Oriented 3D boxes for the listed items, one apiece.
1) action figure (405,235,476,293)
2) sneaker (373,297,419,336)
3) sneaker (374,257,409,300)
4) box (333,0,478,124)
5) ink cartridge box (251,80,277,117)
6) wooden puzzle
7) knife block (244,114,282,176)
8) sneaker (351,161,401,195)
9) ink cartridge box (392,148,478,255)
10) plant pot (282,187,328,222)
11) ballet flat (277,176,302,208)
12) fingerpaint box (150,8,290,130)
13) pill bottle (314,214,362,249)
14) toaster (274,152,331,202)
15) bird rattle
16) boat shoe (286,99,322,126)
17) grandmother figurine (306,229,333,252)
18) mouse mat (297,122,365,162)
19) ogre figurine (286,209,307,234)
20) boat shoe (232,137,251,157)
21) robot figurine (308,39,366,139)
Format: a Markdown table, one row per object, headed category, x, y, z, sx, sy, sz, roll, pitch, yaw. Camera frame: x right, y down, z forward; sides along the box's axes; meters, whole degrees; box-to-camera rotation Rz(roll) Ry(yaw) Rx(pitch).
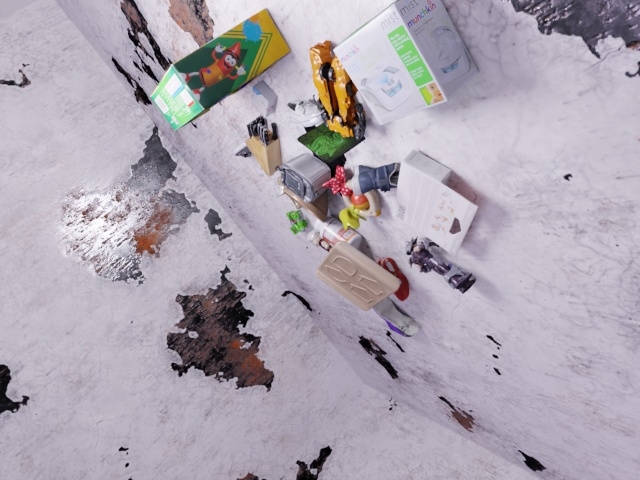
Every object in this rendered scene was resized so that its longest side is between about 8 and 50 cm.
| category | x | y | z | sx | sy | sz | roll | pitch | yaw |
| --- | --- | --- | --- | --- | --- | --- | --- | --- | --- |
| action figure | 0.414 | 0.081 | 1.574 | 0.285 | 0.099 | 0.185 | 38 | 166 | 34 |
| sneaker | 0.365 | 0.401 | 2.256 | 0.293 | 0.102 | 0.146 | 42 | 160 | 16 |
| sneaker | 0.319 | 0.166 | 1.971 | 0.221 | 0.087 | 0.128 | 66 | 165 | -13 |
| box | 0.193 | -0.427 | 1.024 | 0.231 | 0.127 | 0.262 | 53 | 161 | -19 |
| ink cartridge box | -0.227 | -0.563 | 1.737 | 0.088 | 0.052 | 0.122 | 47 | 159 | 2 |
| wooden puzzle | 0.164 | 0.154 | 1.951 | 0.322 | 0.080 | 0.348 | 35 | 148 | 1 |
| knife block | -0.234 | -0.425 | 1.957 | 0.242 | 0.088 | 0.276 | 13 | 140 | 59 |
| sneaker | 0.194 | -0.219 | 1.473 | 0.226 | 0.163 | 0.086 | -76 | -31 | -64 |
| ink cartridge box | 0.359 | -0.110 | 1.361 | 0.261 | 0.066 | 0.296 | 36 | 158 | 21 |
| plant pot | -0.044 | -0.190 | 1.927 | 0.237 | 0.110 | 0.237 | 38 | 180 | 0 |
| ballet flat | -0.162 | -0.237 | 2.193 | 0.206 | 0.067 | 0.073 | 44 | 160 | 11 |
| fingerpaint box | -0.365 | -0.576 | 1.526 | 0.163 | 0.371 | 0.444 | 56 | 158 | -21 |
| pill bottle | 0.076 | -0.030 | 2.013 | 0.216 | 0.121 | 0.121 | 38 | 158 | 27 |
| toaster | -0.063 | -0.267 | 1.794 | 0.227 | 0.146 | 0.129 | 37 | 146 | 25 |
| bird rattle | 0.139 | -0.173 | 1.684 | 0.206 | 0.143 | 0.254 | 7 | 123 | 45 |
| boat shoe | -0.060 | -0.457 | 1.544 | 0.226 | 0.083 | 0.076 | 20 | 148 | 53 |
| grandmother figurine | 0.065 | 0.042 | 2.132 | 0.342 | 0.104 | 0.208 | 32 | 177 | 32 |
| mouse mat | 0.037 | -0.333 | 1.424 | 0.152 | 0.189 | 0.007 | 39 | 149 | 20 |
| ogre figurine | -0.133 | -0.100 | 2.356 | 0.197 | 0.096 | 0.118 | -8 | 111 | 53 |
| boat shoe | -0.384 | -0.461 | 2.230 | 0.076 | 0.080 | 0.228 | 54 | 152 | -13 |
| robot figurine | 0.062 | -0.442 | 1.320 | 0.211 | 0.085 | 0.291 | 33 | 155 | 36 |
